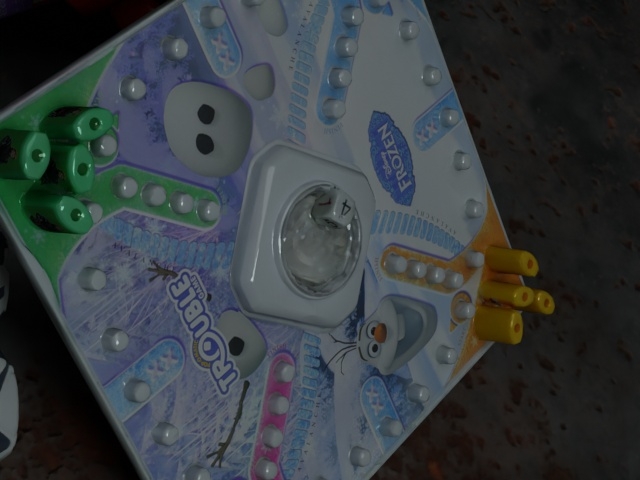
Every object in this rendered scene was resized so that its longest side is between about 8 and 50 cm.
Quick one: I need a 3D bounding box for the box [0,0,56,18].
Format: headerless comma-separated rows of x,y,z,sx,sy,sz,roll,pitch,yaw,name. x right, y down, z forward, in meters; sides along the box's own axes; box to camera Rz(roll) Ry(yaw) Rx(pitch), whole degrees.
-0.344,-0.284,0.952,0.201,0.057,0.293,-21,76,-16,box

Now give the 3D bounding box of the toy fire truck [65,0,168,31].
-0.126,-0.281,0.968,0.169,0.302,0.253,-29,65,9,toy fire truck

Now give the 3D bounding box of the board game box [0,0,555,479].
0.000,0.000,0.882,0.390,0.050,0.389,-42,121,-34,board game box

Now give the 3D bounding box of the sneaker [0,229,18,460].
-0.289,0.037,0.824,0.153,0.094,0.234,1,75,-34,sneaker
